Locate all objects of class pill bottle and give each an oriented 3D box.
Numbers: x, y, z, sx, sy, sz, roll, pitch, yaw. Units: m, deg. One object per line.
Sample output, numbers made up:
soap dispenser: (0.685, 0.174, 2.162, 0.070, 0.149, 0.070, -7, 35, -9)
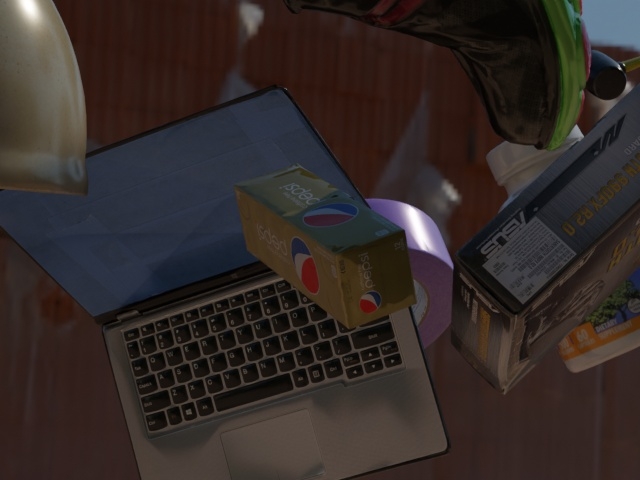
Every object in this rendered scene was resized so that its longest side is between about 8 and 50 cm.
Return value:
pill bottle: (0.296, 0.001, 1.716, 0.152, 0.272, 0.152, -25, -7, -3)

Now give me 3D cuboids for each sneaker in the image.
sneaker: (0.054, -0.236, 1.089, 0.202, 0.185, 0.483, -21, -46, 22)

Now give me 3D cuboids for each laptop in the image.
laptop: (-0.115, 0.094, 1.643, 0.382, 0.407, 0.236, -18, -8, 19)

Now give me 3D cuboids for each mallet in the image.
mallet: (0.345, -0.193, 1.501, 0.190, 0.039, 0.062, -23, 27, -10)

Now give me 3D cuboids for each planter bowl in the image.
planter bowl: (-0.175, -0.080, 0.641, 0.162, 0.109, 0.162, 7, 0, 0)

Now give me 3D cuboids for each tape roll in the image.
tape roll: (0.042, 0.069, 1.970, 0.275, 0.090, 0.274, -11, -38, -9)

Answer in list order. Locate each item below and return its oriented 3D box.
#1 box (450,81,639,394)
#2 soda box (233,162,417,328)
box: (0.183, -0.016, 0.967, 0.056, 0.231, 0.183, 45, -12, 19)
soda box: (0.000, 0.000, 1.110, 0.058, 0.061, 0.181, -20, 26, -21)
